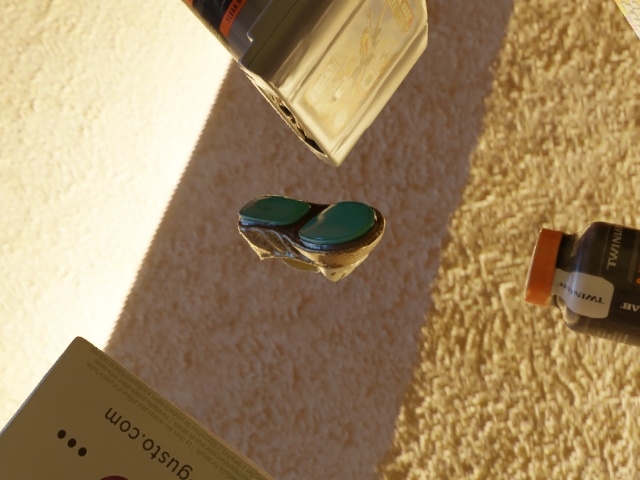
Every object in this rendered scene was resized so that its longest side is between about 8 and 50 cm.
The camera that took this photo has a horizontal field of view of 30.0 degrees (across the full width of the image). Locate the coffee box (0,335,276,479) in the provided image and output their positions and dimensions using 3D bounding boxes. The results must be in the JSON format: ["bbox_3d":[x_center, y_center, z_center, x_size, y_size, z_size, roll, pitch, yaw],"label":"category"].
[{"bbox_3d":[-0.133,0.353,1.052,0.337,0.338,0.334,32,-101,29],"label":"coffee box"}]

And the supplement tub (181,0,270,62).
[{"bbox_3d":[-0.104,-0.377,1.540,0.207,0.207,0.338,-40,-101,-13],"label":"supplement tub"}]

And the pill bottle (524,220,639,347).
[{"bbox_3d":[0.353,0.053,1.322,0.246,0.130,0.130,13,-122,11],"label":"pill bottle"}]

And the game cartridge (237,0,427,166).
[{"bbox_3d":[0.026,-0.200,1.215,0.062,0.297,0.198,39,-91,19],"label":"game cartridge"}]

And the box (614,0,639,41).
[{"bbox_3d":[0.484,-0.307,1.381,0.177,0.290,0.279,-41,-158,-4],"label":"box"}]

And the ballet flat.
[{"bbox_3d":[0.000,0.000,1.090,0.073,0.067,0.206,-37,-154,-22],"label":"ballet flat"}]
